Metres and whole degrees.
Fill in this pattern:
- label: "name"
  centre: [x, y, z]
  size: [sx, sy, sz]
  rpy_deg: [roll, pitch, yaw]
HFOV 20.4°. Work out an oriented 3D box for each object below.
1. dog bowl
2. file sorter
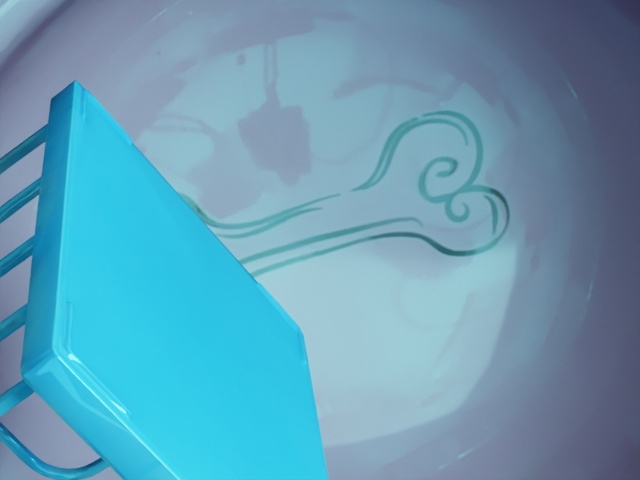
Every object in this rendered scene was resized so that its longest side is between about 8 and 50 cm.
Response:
- label: "dog bowl"
  centre: [0.000, 0.000, 0.670]
  size: [0.408, 0.150, 0.408]
  rpy_deg: [-3, 116, -7]
- label: "file sorter"
  centre: [-0.072, 0.057, 0.510]
  size: [0.104, 0.170, 0.118]
  rpy_deg: [-36, 114, 11]
